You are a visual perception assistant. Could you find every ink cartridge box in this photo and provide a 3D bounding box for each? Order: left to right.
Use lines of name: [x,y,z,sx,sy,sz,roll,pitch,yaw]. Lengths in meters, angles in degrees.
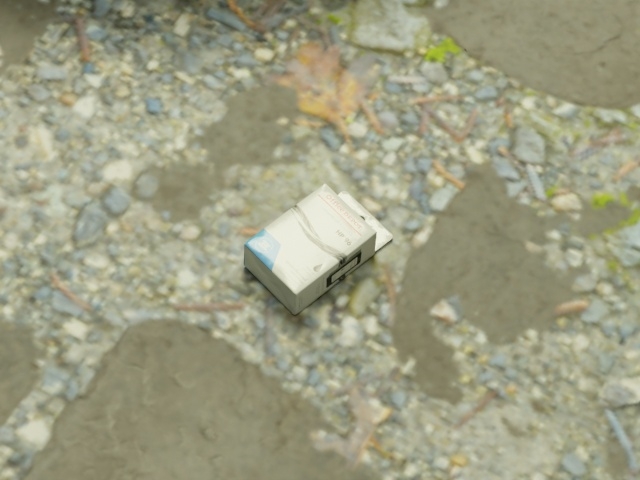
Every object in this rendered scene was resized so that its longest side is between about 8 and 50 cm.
ink cartridge box: [0.000,0.000,1.207,0.083,0.028,0.048,-38,68,-22]
